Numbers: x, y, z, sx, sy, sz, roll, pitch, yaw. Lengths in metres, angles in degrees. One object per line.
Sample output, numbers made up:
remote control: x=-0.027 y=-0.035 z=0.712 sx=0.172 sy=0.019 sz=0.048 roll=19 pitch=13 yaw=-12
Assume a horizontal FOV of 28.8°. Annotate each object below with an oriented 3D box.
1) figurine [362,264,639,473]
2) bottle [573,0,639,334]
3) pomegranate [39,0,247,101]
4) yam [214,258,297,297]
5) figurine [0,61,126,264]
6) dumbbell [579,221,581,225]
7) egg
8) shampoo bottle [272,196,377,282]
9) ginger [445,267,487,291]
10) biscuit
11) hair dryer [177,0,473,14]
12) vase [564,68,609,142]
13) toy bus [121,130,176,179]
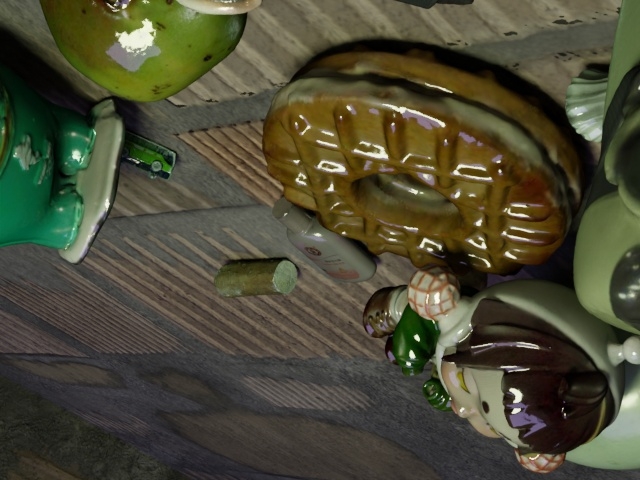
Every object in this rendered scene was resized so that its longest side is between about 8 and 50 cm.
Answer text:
figurine: x=0.179 y=0.118 z=1.306 sx=0.281 sy=0.167 sz=0.370 roll=54 pitch=160 yaw=-23
bottle: x=0.243 y=-0.093 z=0.710 sx=0.168 sy=0.347 sz=0.168 roll=18 pitch=156 yaw=8
pomegranate: x=-0.139 y=-0.209 z=1.057 sx=0.180 sy=0.180 sz=0.209 roll=19 pitch=-172 yaw=6
yam: x=-0.090 y=0.053 z=1.747 sx=0.132 sy=0.054 sz=0.054 roll=-5 pitch=146 yaw=46
figurine: x=-0.406 y=-0.103 z=1.362 sx=0.340 sy=0.324 sz=0.231 roll=16 pitch=167 yaw=-29
dumbbell: x=0.393 y=0.018 z=1.155 sx=0.302 sy=0.121 sz=0.108 roll=5 pitch=-177 yaw=33
egg: x=0.331 y=0.156 z=1.405 sx=0.203 sy=0.203 sz=0.282 roll=35 pitch=150 yaw=-31
shampoo bottle: x=0.000 y=0.000 z=1.555 sx=0.080 sy=0.040 sz=0.165 roll=3 pitch=153 yaw=41
ginger: x=0.169 y=0.088 z=1.570 sx=0.089 sy=0.075 sz=0.288 roll=43 pitch=165 yaw=9
biscuit: x=0.098 y=-0.071 z=1.222 sx=0.332 sy=0.103 sz=0.332 roll=18 pitch=159 yaw=7
hair dryer: x=0.009 y=-0.231 z=0.973 sx=0.255 sy=0.128 sz=0.070 roll=7 pitch=170 yaw=-26
vase: x=0.264 y=-0.119 z=0.999 sx=0.081 sy=0.081 sz=0.148 roll=31 pitch=160 yaw=-24
toy bus: x=-0.216 y=-0.104 z=1.511 sx=0.083 sy=0.037 sz=0.031 roll=24 pitch=157 yaw=-9
